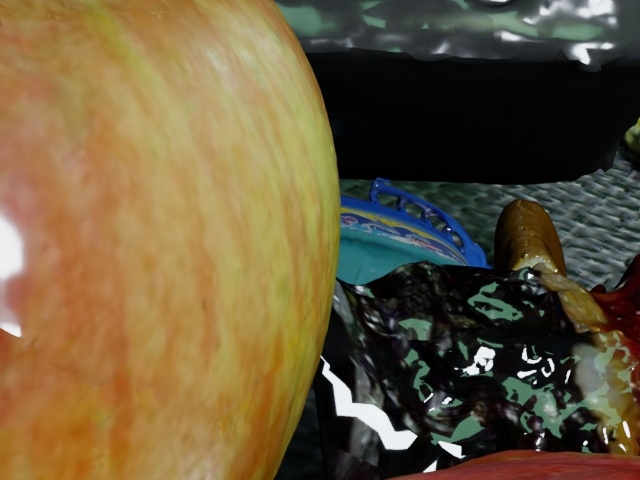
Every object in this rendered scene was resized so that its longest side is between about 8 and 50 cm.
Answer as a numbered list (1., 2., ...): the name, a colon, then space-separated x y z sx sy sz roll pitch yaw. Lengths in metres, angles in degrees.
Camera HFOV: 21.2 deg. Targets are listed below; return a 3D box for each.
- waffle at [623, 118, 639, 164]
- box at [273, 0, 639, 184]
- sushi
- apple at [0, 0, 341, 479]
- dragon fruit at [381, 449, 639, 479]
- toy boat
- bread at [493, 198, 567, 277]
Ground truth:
1. waffle: 0.292 -0.060 1.106 0.204 0.054 0.223 8 26 -14
2. box: -0.036 -0.083 0.725 0.359 0.091 0.350 5 -6 3
3. sushi: 0.078 0.077 0.577 0.150 0.153 0.172 -7 5 1
4. apple: -0.145 0.013 0.444 0.301 0.301 0.301 12 24 -6
5. dragon fruit: 0.045 0.152 0.314 0.252 0.241 0.241 9 22 16
6. toy boat: 0.000 0.000 0.770 0.175 0.091 0.110 7 29 -26
7. bread: 0.105 0.014 0.857 0.036 0.047 0.083 -15 21 8
